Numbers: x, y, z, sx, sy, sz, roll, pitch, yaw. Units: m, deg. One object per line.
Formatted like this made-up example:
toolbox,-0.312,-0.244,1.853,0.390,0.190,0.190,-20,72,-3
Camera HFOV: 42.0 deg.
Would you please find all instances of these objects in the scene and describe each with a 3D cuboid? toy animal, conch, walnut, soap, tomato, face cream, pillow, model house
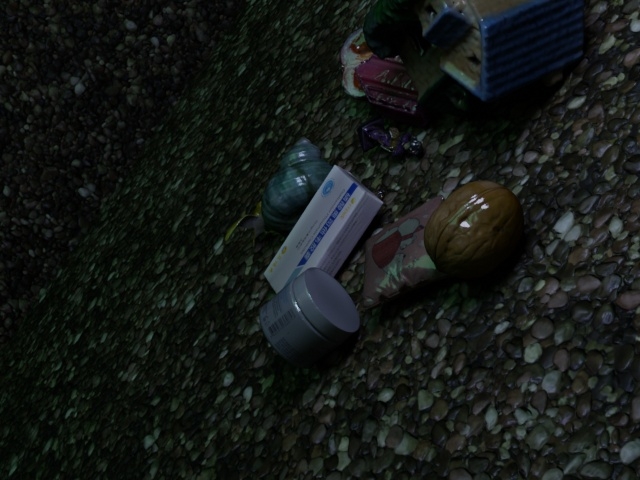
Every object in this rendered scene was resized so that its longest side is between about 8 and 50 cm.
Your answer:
toy animal,-0.159,-0.057,2.336,0.155,0.095,0.219,-38,3,25
conch,-0.056,-0.144,2.222,0.220,0.195,0.277,148,126,-82
walnut,0.296,-0.019,1.611,0.207,0.167,0.167,-47,31,7
soap,0.195,-0.398,2.110,0.250,0.099,0.162,26,85,38
tomato,0.160,-0.476,2.296,0.199,0.112,0.228,-10,68,29
face cream,-0.025,0.172,1.837,0.153,0.177,0.177,-41,33,23
pillow,0.183,0.030,1.787,0.236,0.084,0.223,-27,40,30
model house,0.327,-0.433,1.806,0.335,0.342,0.382,-28,-1,-25

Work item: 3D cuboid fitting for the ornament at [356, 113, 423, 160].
ornament,0.193,-0.249,2.078,0.081,0.088,0.203,-40,38,-25

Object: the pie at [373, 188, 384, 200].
pie,0.094,-0.060,2.048,0.170,0.034,0.092,-40,29,20

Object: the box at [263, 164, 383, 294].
box,0.000,0.000,2.043,0.343,0.065,0.200,-56,31,10
